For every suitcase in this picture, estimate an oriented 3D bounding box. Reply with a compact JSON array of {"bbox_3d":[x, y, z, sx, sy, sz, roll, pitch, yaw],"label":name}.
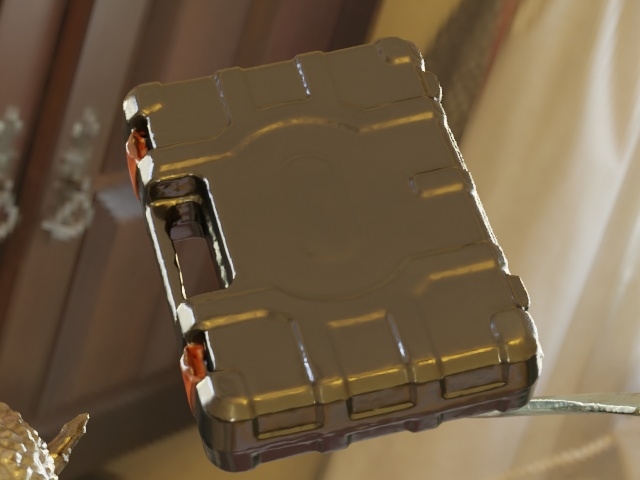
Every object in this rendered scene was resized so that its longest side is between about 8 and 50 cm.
[{"bbox_3d":[0.000,0.000,1.180,0.206,0.066,0.285,-12,48,-8],"label":"suitcase"}]

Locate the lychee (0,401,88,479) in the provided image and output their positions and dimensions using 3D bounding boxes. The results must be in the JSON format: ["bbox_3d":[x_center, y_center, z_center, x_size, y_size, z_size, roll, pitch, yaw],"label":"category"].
[{"bbox_3d":[-0.225,0.179,1.259,0.197,0.165,0.165,-26,38,-21],"label":"lychee"}]

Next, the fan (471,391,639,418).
[{"bbox_3d":[0.200,0.142,1.683,0.057,0.023,0.282,-17,6,-35],"label":"fan"}]
